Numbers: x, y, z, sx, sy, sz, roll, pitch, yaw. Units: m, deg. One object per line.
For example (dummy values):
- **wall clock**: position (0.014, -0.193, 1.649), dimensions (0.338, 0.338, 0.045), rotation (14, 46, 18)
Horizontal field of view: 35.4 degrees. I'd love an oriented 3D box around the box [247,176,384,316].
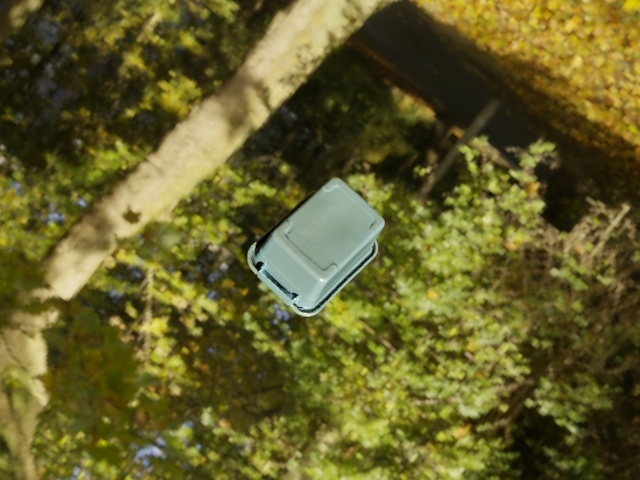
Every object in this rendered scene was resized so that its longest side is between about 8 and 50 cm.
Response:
- **box**: position (0.000, 0.000, 0.777), dimensions (0.074, 0.099, 0.054), rotation (42, 150, 7)
